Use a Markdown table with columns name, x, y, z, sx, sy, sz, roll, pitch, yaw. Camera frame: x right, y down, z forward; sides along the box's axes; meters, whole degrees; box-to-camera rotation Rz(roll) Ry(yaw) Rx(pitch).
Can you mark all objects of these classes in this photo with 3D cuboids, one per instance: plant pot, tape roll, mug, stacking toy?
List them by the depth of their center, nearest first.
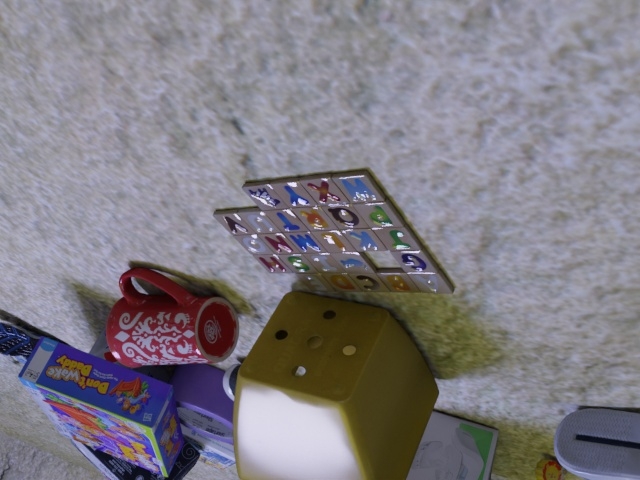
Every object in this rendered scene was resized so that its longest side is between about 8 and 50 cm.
| name | x | y | z | sx | sy | sz | roll | pitch | yaw |
| --- | --- | --- | --- | --- | --- | --- | --- | --- | --- |
| plant pot | 0.011 | 0.186 | 0.944 | 0.212 | 0.212 | 0.187 | 10 | 136 | 24 |
| mug | -0.219 | 0.119 | 1.084 | 0.169 | 0.113 | 0.150 | -4 | 143 | 35 |
| stacking toy | 0.442 | 0.376 | 1.089 | 0.221 | 0.052 | 0.167 | 29 | 161 | -24 |
| tape roll | -0.199 | 0.305 | 1.412 | 0.189 | 0.080 | 0.189 | 18 | 152 | 10 |

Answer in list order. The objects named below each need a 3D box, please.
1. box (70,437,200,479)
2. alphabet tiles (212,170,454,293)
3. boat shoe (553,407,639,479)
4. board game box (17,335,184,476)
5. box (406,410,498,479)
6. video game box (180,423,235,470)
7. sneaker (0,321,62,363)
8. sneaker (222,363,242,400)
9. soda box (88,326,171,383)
| name | x | y | z | sx | sy | sz | roll | pitch | yaw |
| --- | --- | --- | --- | --- | --- | --- | --- | --- | --- |
| box | -0.412 | 0.459 | 1.674 | 0.247 | 0.163 | 0.142 | 41 | 152 | 8 |
| alphabet tiles | 0.000 | 0.000 | 0.823 | 0.237 | 0.009 | 0.198 | -3 | 142 | 39 |
| boat shoe | 0.436 | 0.261 | 0.856 | 0.119 | 0.121 | 0.335 | 36 | 161 | -36 |
| board game box | -0.373 | 0.306 | 1.352 | 0.233 | 0.078 | 0.347 | 20 | 150 | 5 |
| box | 0.174 | 0.425 | 1.150 | 0.127 | 0.262 | 0.231 | 14 | 149 | 16 |
| video game box | -0.288 | 0.480 | 1.811 | 0.187 | 0.048 | 0.205 | 30 | 151 | -6 |
| sneaker | -0.599 | 0.226 | 1.599 | 0.211 | 0.080 | 0.081 | 34 | 171 | -17 |
| sneaker | -0.059 | 0.286 | 1.274 | 0.121 | 0.079 | 0.217 | -4 | 140 | 43 |
| soda box | -0.354 | 0.278 | 1.469 | 0.098 | 0.091 | 0.286 | 15 | 150 | 16 |
